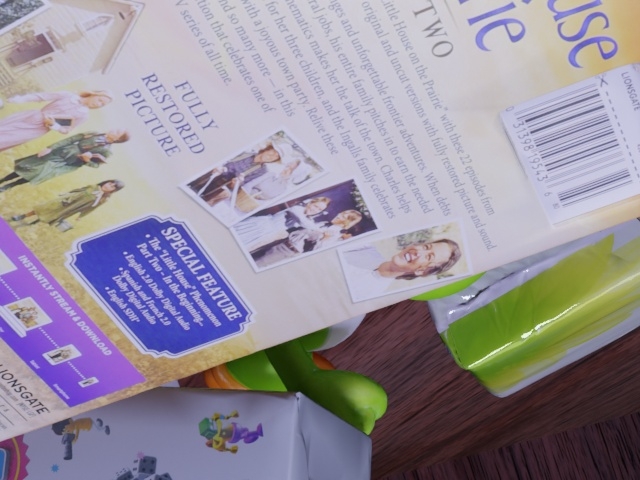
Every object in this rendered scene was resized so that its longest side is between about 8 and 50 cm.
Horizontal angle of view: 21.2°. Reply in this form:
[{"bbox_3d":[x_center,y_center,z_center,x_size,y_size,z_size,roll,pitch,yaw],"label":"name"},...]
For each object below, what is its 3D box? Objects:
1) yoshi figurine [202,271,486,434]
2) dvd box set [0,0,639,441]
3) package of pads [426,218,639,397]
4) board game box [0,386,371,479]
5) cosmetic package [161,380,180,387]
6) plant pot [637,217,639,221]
[{"bbox_3d":[0.024,0.014,1.116,0.203,0.203,0.362,-29,166,-15],"label":"yoshi figurine"},{"bbox_3d":[-0.052,-0.062,0.734,0.420,0.062,0.307,-21,140,12],"label":"dvd box set"},{"bbox_3d":[0.239,0.017,1.436,0.296,0.101,0.229,-29,164,4],"label":"package of pads"},{"bbox_3d":[-0.139,0.141,0.989,0.303,0.097,0.224,1,166,13],"label":"board game box"},{"bbox_3d":[-0.219,0.140,1.304,0.184,0.151,0.151,-24,172,27],"label":"cosmetic package"},{"bbox_3d":[0.284,-0.069,1.036,0.274,0.256,0.256,17,147,-36],"label":"plant pot"}]
